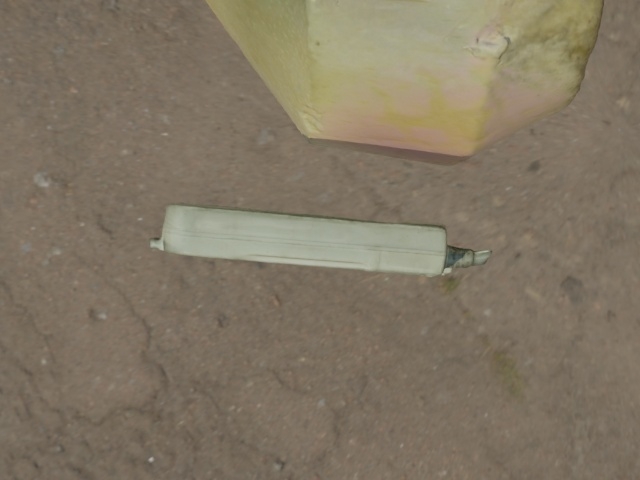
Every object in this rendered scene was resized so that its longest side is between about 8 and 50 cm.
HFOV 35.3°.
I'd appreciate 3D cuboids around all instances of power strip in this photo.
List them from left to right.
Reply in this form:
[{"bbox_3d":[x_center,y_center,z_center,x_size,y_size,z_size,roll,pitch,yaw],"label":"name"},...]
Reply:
[{"bbox_3d":[0.000,0.000,0.558,0.191,0.047,0.030,5,91,0],"label":"power strip"}]

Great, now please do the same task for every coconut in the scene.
[{"bbox_3d":[0.043,-0.171,0.621,0.259,0.259,0.259,2,97,16],"label":"coconut"}]
